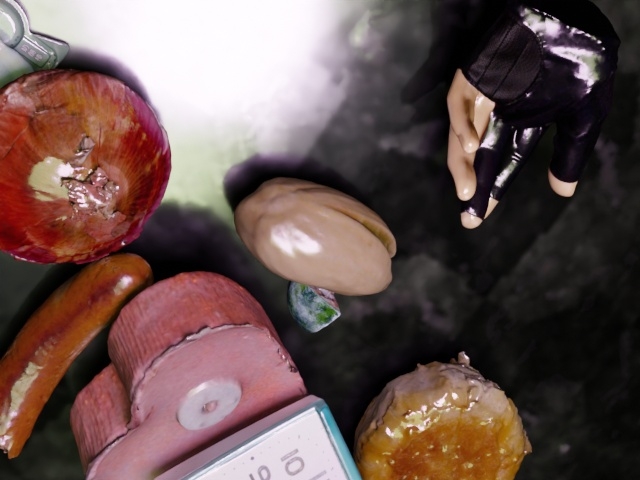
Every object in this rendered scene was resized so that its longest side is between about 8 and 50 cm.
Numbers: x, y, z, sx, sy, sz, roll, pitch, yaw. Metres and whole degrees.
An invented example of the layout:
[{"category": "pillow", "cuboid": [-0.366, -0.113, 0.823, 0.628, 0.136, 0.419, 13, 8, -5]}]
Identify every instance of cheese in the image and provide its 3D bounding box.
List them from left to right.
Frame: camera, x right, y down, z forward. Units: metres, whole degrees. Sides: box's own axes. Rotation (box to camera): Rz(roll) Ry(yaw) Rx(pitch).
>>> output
[{"category": "cheese", "cuboid": [-0.332, -0.218, 0.937, 0.120, 0.026, 0.067, 37, 102, -29]}]

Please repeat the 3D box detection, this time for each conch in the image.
[{"category": "conch", "cuboid": [-0.342, -0.144, 0.939, 0.088, 0.065, 0.180, -2, 122, -3]}]

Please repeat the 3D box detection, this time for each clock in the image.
[{"category": "clock", "cuboid": [-0.055, 0.348, 1.089, 0.231, 0.116, 0.262, -28, 107, -15]}]

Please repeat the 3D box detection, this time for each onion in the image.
[{"category": "onion", "cuboid": [-0.253, -0.064, 0.931, 0.230, 0.163, 0.230, -26, 131, -34]}]

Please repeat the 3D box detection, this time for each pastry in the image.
[{"category": "pastry", "cuboid": [0.159, 0.285, 1.229, 0.235, 0.121, 0.257, 37, 102, -21]}]

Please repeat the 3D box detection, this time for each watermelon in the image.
[{"category": "watermelon", "cuboid": [-0.005, 0.081, 1.146, 0.061, 0.085, 0.085, -32, 121, -33]}]

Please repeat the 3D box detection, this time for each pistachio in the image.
[{"category": "pistachio", "cuboid": [0.000, 0.000, 1.069, 0.226, 0.136, 0.136, 24, 105, -30]}]

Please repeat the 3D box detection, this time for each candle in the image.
[{"category": "candle", "cuboid": [-0.144, 0.168, 1.075, 0.287, 0.131, 0.317, 2, 132, -36]}]

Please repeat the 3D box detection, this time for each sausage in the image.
[{"category": "sausage", "cuboid": [-0.311, 0.124, 1.048, 0.302, 0.103, 0.076, -51, 147, 10]}]

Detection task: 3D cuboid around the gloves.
[{"category": "gloves", "cuboid": [0.241, -0.145, 1.049, 0.197, 0.152, 0.301, 23, 113, 0]}]
